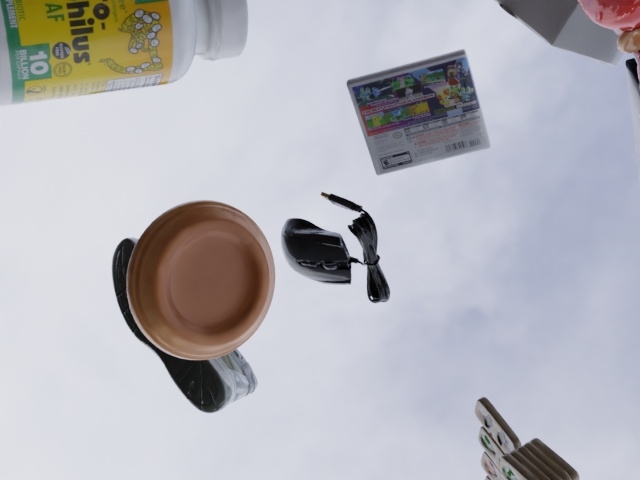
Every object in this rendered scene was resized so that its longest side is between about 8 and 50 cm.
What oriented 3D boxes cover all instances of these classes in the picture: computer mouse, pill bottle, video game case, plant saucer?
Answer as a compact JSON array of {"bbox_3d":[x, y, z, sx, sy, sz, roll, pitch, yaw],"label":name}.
[{"bbox_3d":[0.000,0.000,1.902,0.060,0.184,0.262,-31,-144,-29],"label":"computer mouse"},{"bbox_3d":[-0.169,-0.177,0.934,0.208,0.117,0.117,-10,-138,-20],"label":"pill bottle"},{"bbox_3d":[0.164,-0.210,1.944,0.201,0.183,0.023,-13,-148,12],"label":"video game case"},{"bbox_3d":[-0.139,0.050,1.441,0.037,0.200,0.200,8,-115,59],"label":"plant saucer"}]

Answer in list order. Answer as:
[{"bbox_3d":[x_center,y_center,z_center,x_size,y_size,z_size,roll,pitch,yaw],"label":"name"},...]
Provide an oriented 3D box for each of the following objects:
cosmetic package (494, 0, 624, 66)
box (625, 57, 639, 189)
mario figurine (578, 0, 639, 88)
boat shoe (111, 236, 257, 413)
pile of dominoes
[{"bbox_3d":[0.378,-0.433,1.503,0.197,0.155,0.365,53,-56,38],"label":"cosmetic package"},{"bbox_3d":[0.519,-0.057,1.492,0.183,0.294,0.296,-13,-144,8],"label":"box"},{"bbox_3d":[0.373,-0.201,1.163,0.170,0.320,0.198,-32,-123,9],"label":"mario figurine"},{"bbox_3d":[-0.222,0.128,1.876,0.320,0.103,0.118,51,-54,16],"label":"boat shoe"},{"bbox_3d":[0.192,0.281,1.035,0.040,0.251,0.196,-24,-144,-21],"label":"pile of dominoes"}]
